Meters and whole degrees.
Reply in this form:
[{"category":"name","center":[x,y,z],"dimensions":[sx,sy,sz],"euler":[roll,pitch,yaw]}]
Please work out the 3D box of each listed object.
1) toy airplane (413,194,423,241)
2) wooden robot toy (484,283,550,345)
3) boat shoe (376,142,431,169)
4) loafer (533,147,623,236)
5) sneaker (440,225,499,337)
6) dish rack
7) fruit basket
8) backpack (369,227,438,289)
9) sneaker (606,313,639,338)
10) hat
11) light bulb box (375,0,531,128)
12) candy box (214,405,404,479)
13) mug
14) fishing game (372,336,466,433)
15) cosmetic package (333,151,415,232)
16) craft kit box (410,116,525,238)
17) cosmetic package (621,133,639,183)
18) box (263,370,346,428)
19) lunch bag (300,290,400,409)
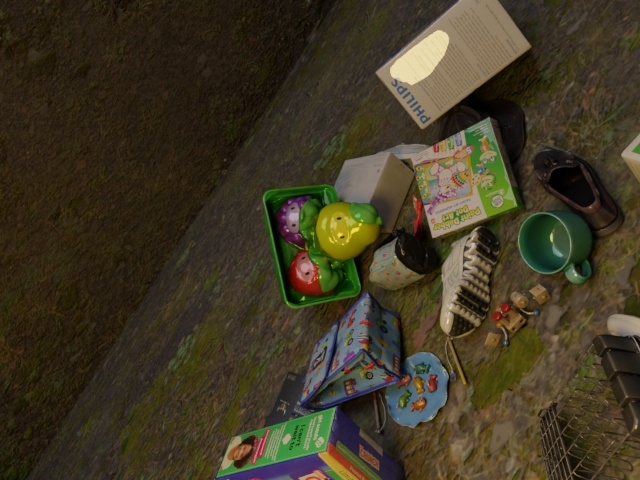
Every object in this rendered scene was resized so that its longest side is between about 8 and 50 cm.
[{"category":"toy airplane","center":[0.277,-0.056,1.470],"dimensions":[0.028,0.151,0.151],"euler":[-1,53,11]},{"category":"wooden robot toy","center":[0.410,0.152,1.137],"dimensions":[0.173,0.076,0.079],"euler":[-49,21,9]},{"category":"boat shoe","center":[0.279,-0.281,1.717],"dimensions":[0.227,0.079,0.081],"euler":[11,61,51]},{"category":"loafer","center":[0.565,-0.135,1.168],"dimensions":[0.109,0.095,0.302],"euler":[-41,34,22]},{"category":"sneaker","center":[0.341,0.105,1.250],"dimensions":[0.118,0.110,0.292],"euler":[-21,36,53]},{"category":"dish rack","center":[0.441,0.300,0.833],"dimensions":[0.208,0.074,0.271],"euler":[-71,-4,-56]},{"category":"fruit basket","center":[0.000,0.000,1.538],"dimensions":[0.392,0.283,0.392],"euler":[172,90,-66]},{"category":"backpack","center":[0.211,0.060,1.418],"dimensions":[0.182,0.152,0.115],"euler":[-32,28,52]},{"category":"sneaker","center":[0.548,0.237,0.824],"dimensions":[0.152,0.114,0.305],"euler":[-45,33,14]},{"category":"hat","center":[0.418,-0.305,1.490],"dimensions":[0.331,0.134,0.331],"euler":[-34,37,31]},{"category":"light bulb box","center":[0.397,-0.564,1.559],"dimensions":[0.361,0.225,0.358],"euler":[-36,11,29]},{"category":"candy box","center":[-0.020,0.515,1.134],"dimensions":[0.317,0.268,0.122],"euler":[-28,26,28]},{"category":"mug","center":[0.506,0.014,1.098],"dimensions":[0.129,0.097,0.158],"euler":[-12,86,60]},{"category":"fishing game","center":[0.220,0.350,1.231],"dimensions":[0.264,0.041,0.189],"euler":[-37,33,27]},{"category":"cosmetic package","center":[0.153,-0.149,1.694],"dimensions":[0.224,0.138,0.225],"euler":[-1,61,53]},{"category":"craft kit box","center":[0.380,-0.158,1.376],"dimensions":[0.250,0.061,0.247],"euler":[-25,74,40]},{"category":"cosmetic package","center":[0.743,-0.123,0.865],"dimensions":[0.197,0.155,0.365],"euler":[-50,31,5]},{"category":"box","center":[-0.045,0.481,1.442],"dimensions":[0.232,0.059,0.183],"euler":[3,63,54]},{"category":"lunch bag","center":[0.062,0.312,1.365],"dimensions":[0.293,0.138,0.221],"euler":[-40,21,29]}]
